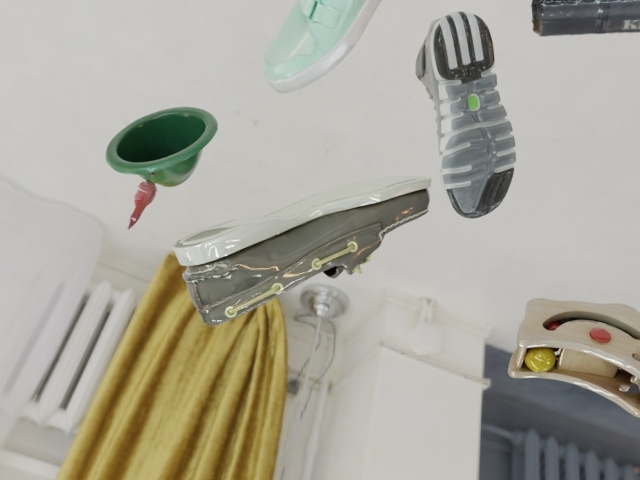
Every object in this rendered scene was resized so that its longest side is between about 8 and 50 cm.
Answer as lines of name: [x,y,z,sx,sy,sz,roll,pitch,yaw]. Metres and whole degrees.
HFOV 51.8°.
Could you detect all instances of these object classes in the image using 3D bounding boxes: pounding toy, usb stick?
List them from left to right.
pounding toy: [0.407,0.193,0.958,0.269,0.154,0.155,4,125,3]
usb stick: [0.382,-0.264,0.744,0.278,0.045,0.077,4,161,19]

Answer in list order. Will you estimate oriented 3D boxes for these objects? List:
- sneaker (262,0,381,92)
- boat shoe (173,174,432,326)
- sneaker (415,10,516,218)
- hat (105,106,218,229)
sneaker: [-0.009,-0.254,0.567,0.151,0.094,0.256,21,125,-37]
boat shoe: [-0.002,0.000,0.705,0.109,0.305,0.091,5,112,61]
sneaker: [0.161,-0.148,0.763,0.086,0.132,0.229,-10,111,-3]
hat: [-0.227,-0.092,1.045,0.208,0.173,0.183,33,149,44]
